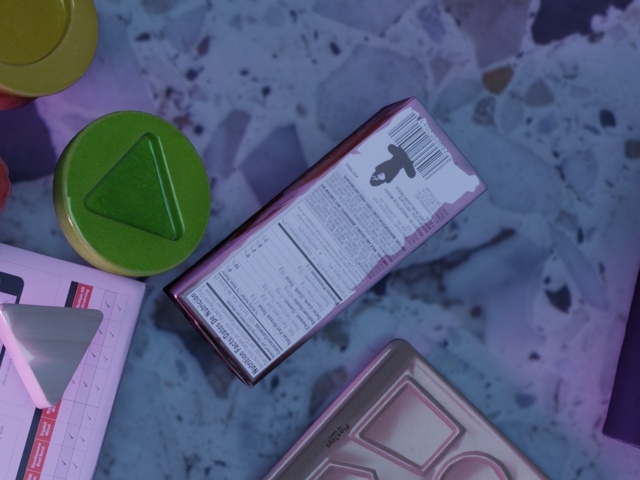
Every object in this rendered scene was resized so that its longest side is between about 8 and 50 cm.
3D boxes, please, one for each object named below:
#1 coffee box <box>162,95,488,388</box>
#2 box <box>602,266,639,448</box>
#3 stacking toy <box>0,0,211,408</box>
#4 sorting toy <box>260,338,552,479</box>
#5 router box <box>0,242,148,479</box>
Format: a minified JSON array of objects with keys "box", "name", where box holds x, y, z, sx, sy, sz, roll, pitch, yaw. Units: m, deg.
[{"box":[0.000,0.000,1.437,0.246,0.141,0.098,-40,95,-5],"name":"coffee box"},{"box":[0.420,0.060,1.472,0.296,0.183,0.294,14,86,-6],"name":"box"},{"box":[-0.255,-0.038,1.380,0.279,0.130,0.309,47,59,-18],"name":"stacking toy"},{"box":[0.071,0.216,1.499,0.208,0.038,0.193,44,84,-10],"name":"sorting toy"},{"box":[-0.323,0.155,1.387,0.301,0.082,0.336,16,76,-7],"name":"router box"}]
